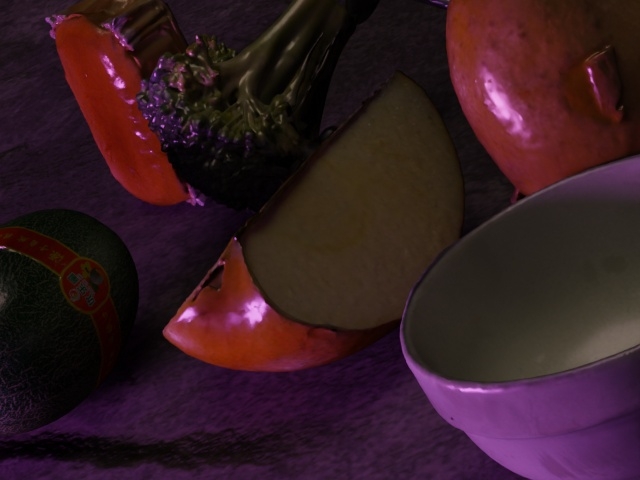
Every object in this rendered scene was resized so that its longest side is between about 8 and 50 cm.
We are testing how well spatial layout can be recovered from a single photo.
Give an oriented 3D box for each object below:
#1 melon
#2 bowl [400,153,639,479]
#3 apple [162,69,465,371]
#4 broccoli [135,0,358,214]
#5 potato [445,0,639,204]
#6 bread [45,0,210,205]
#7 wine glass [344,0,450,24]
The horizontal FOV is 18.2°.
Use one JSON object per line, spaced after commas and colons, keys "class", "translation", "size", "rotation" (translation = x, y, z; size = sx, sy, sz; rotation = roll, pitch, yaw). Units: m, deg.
{"class": "melon", "translation": [-0.280, 0.081, 1.896], "size": [0.182, 0.182, 0.287], "rotation": [-7, 31, 30]}
{"class": "bowl", "translation": [0.228, 0.073, 1.499], "size": [0.307, 0.163, 0.307], "rotation": [-25, 21, 10]}
{"class": "apple", "translation": [0.000, 0.000, 1.823], "size": [0.254, 0.179, 0.346], "rotation": [9, 40, 29]}
{"class": "broccoli", "translation": [-0.045, -0.141, 2.060], "size": [0.247, 0.263, 0.243], "rotation": [30, 85, 35]}
{"class": "potato", "translation": [0.298, -0.178, 1.715], "size": [0.397, 0.296, 0.290], "rotation": [-36, 13, -15]}
{"class": "bread", "translation": [-0.196, -0.153, 2.182], "size": [0.136, 0.241, 0.107], "rotation": [8, 40, 46]}
{"class": "wine glass", "translation": [0.212, -0.221, 2.133], "size": [0.309, 0.096, 0.264], "rotation": [18, 0, 20]}
